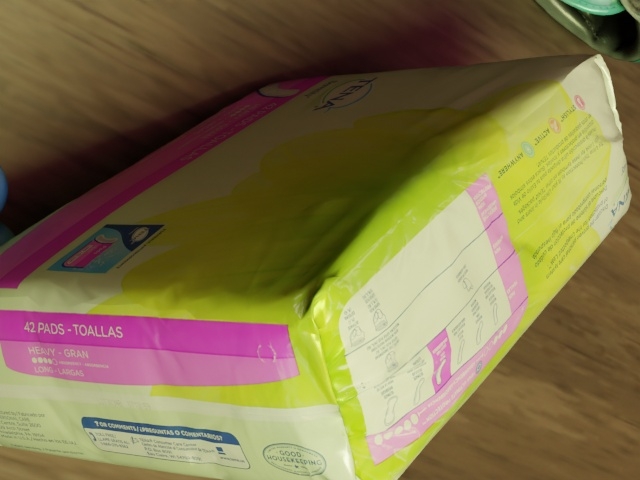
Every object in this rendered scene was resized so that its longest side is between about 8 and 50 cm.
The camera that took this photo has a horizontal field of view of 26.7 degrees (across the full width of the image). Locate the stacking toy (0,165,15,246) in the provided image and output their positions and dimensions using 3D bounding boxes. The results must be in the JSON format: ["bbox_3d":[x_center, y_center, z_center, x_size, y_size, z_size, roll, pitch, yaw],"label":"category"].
[{"bbox_3d":[-0.215,-0.065,0.656,0.141,0.141,0.330,-8,103,-26],"label":"stacking toy"}]

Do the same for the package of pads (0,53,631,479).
[{"bbox_3d":[0.000,0.000,0.656,0.296,0.229,0.101,-40,122,-47],"label":"package of pads"}]

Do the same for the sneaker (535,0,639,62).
[{"bbox_3d":[0.175,-0.220,0.792,0.178,0.124,0.295,-40,133,-17],"label":"sneaker"}]
